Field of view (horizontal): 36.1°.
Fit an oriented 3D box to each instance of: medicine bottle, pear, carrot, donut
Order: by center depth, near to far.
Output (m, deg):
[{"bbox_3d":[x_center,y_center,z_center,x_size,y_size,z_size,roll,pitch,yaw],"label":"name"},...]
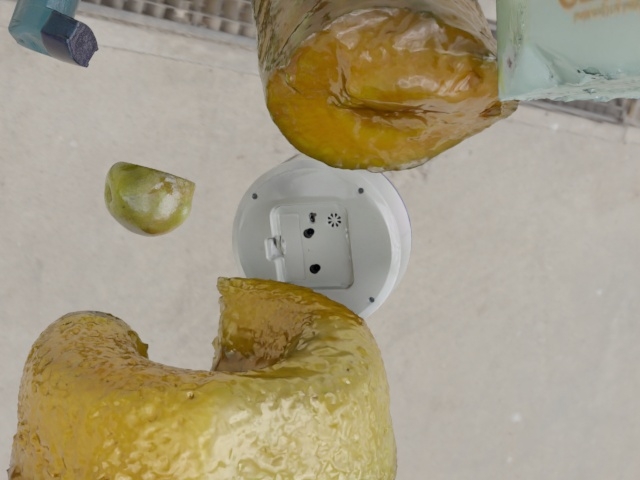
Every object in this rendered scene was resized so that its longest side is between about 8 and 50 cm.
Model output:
[{"bbox_3d":[0.054,-0.197,1.012,0.241,0.341,0.242,-7,136,-7],"label":"carrot"},{"bbox_3d":[-0.096,0.162,1.040,0.435,0.377,0.164,-10,107,-43],"label":"donut"},{"bbox_3d":[-0.374,-0.378,1.446,0.079,0.124,0.258,60,36,-64],"label":"medicine bottle"},{"bbox_3d":[-0.261,-0.058,1.488,0.141,0.141,0.104,12,90,-41],"label":"pear"}]

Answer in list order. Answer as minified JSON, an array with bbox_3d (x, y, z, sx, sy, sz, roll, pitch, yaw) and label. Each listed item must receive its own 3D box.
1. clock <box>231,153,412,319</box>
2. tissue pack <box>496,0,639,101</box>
[{"bbox_3d":[0.000,0.000,1.282,0.083,0.230,0.231,-34,136,-67],"label":"clock"},{"bbox_3d":[0.227,-0.284,0.578,0.162,0.287,0.388,-5,96,-23],"label":"tissue pack"}]
